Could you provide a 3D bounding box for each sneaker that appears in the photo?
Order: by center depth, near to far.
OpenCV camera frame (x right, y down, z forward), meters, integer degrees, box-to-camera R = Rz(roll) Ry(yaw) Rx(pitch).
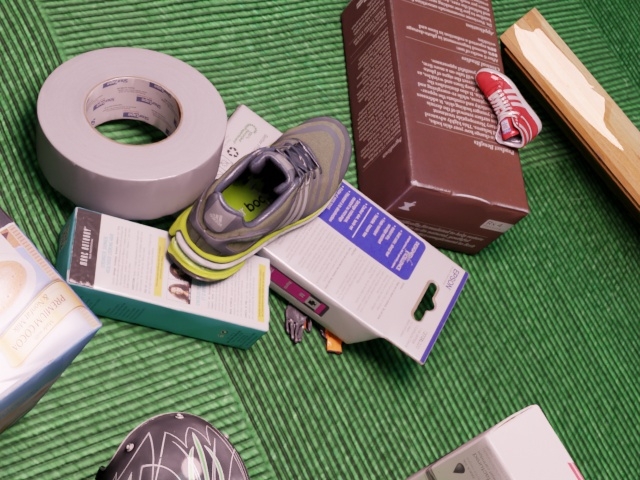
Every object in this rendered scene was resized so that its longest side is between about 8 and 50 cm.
[{"bbox_3d":[-0.048,-0.066,1.450,0.111,0.121,0.300,44,49,2],"label":"sneaker"},{"bbox_3d":[0.244,-0.175,1.664,0.118,0.042,0.067,47,45,-3],"label":"sneaker"}]

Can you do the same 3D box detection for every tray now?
[{"bbox_3d":[0.422,-0.153,1.851,0.411,0.076,0.203,50,8,5],"label":"tray"}]

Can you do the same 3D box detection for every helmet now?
[{"bbox_3d":[-0.145,0.264,1.243,0.169,0.161,0.169,16,55,-24],"label":"helmet"}]

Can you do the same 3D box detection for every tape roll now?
[{"bbox_3d":[-0.222,-0.128,1.454,0.219,0.072,0.219,7,50,-8],"label":"tape roll"}]

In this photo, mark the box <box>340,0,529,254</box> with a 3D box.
[{"bbox_3d":[0.154,-0.186,1.731,0.191,0.143,0.381,13,54,-27],"label":"box"}]

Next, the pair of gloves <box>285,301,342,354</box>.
[{"bbox_3d":[-0.006,0.101,1.534,0.083,0.010,0.074,16,55,-23],"label":"pair of gloves"}]

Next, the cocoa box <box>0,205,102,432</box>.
[{"bbox_3d":[-0.418,0.126,1.108,0.228,0.231,0.347,48,49,3],"label":"cocoa box"}]

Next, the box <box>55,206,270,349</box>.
[{"bbox_3d":[-0.179,0.047,1.423,0.244,0.060,0.100,16,55,-24],"label":"box"}]

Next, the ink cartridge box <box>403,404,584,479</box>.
[{"bbox_3d":[0.196,0.303,1.399,0.092,0.218,0.158,-23,76,-36],"label":"ink cartridge box"}]

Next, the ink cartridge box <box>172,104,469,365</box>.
[{"bbox_3d":[0.000,0.000,1.554,0.371,0.069,0.175,35,49,-2],"label":"ink cartridge box"}]
